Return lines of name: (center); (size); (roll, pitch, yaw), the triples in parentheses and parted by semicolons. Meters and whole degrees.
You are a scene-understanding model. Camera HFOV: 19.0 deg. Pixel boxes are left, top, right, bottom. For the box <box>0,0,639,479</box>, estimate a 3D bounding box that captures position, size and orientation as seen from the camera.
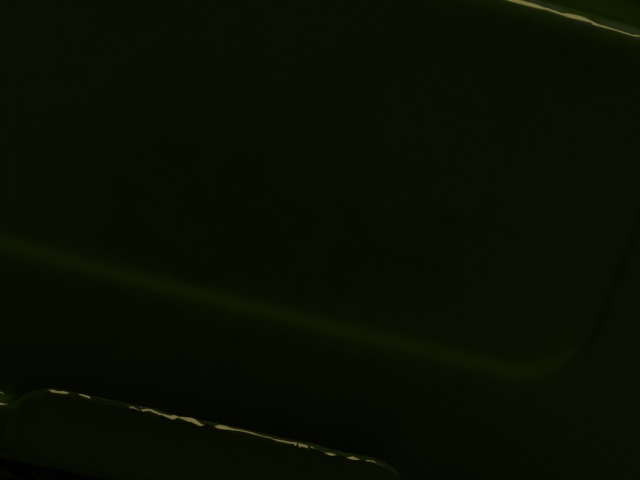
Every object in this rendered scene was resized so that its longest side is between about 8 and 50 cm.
box: (-0.026, -0.034, 0.596); (0.328, 0.178, 0.253); (12, 17, -11)
